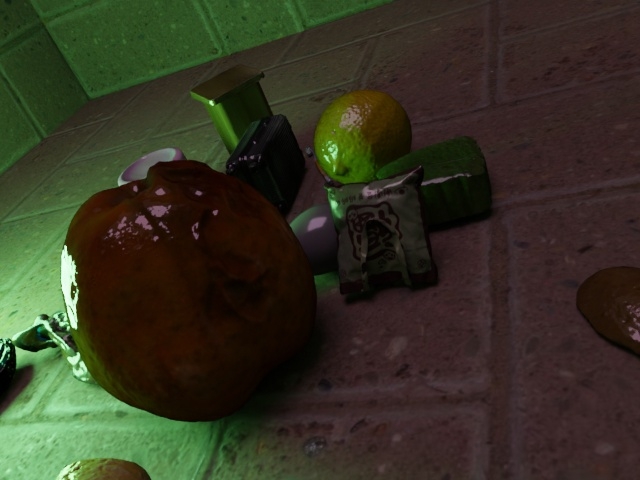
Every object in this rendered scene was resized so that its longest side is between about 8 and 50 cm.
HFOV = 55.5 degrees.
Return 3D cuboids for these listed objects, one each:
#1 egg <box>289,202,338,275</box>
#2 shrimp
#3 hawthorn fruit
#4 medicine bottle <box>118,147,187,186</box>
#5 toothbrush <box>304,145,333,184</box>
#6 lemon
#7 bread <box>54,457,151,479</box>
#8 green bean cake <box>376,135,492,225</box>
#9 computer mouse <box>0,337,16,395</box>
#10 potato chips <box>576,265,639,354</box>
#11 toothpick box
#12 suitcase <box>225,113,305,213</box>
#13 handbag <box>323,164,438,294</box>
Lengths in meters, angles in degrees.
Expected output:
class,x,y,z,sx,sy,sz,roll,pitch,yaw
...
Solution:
class,x,y,z,sx,sy,sz,roll,pitch,yaw
egg,0.000,0.000,1.334,0.199,0.146,0.146,-34,31,4
shrimp,-0.531,0.230,1.409,0.446,0.110,0.221,-5,51,27
hawthorn fruit,-0.236,0.079,1.106,0.472,0.471,0.471,-18,32,11
medicine bottle,-0.369,-0.075,1.561,0.178,0.290,0.178,-18,31,11
toothbrush,-0.007,-0.224,1.802,0.024,0.021,0.288,-34,30,5
lemon,0.110,-0.262,1.566,0.267,0.267,0.267,-18,32,11
bread,-0.334,0.430,0.895,0.197,0.197,0.170,-27,18,-4
green bean cake,0.254,-0.127,1.378,0.248,0.125,0.222,-13,31,15
computer mouse,-0.796,0.330,1.449,0.146,0.077,0.241,-16,36,15
potato chips,0.493,0.099,0.939,0.150,0.049,0.201,-28,37,4
toothpick box,-0.229,-0.353,1.873,0.187,0.308,0.190,-35,33,-17
suitcase,-0.150,-0.207,1.699,0.128,0.202,0.312,-11,34,22
handbag,0.118,-0.019,1.211,0.213,0.235,0.127,-9,-4,20
